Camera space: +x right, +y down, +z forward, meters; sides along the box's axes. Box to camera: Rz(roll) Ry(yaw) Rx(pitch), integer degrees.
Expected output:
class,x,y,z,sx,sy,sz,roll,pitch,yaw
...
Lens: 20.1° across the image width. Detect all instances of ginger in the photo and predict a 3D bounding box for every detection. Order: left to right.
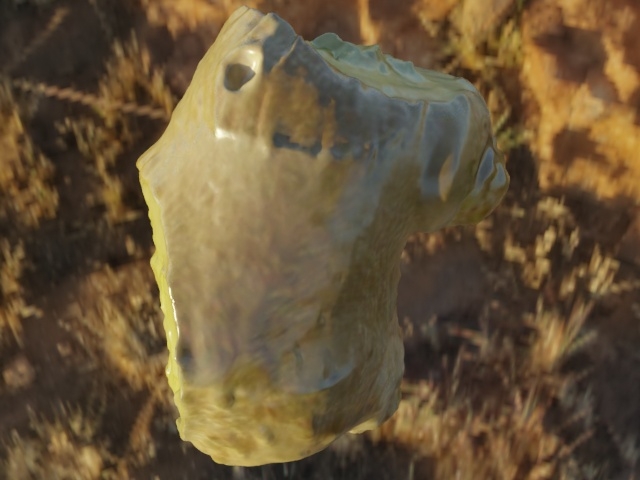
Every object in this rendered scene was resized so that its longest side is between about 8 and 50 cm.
class,x,y,z,sx,sy,sz,roll,pitch,yaw
ginger,0.000,0.000,1.018,0.221,0.276,0.130,-20,30,-9
